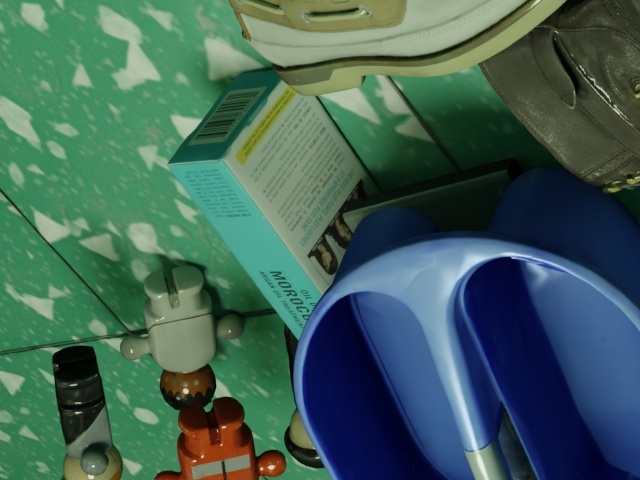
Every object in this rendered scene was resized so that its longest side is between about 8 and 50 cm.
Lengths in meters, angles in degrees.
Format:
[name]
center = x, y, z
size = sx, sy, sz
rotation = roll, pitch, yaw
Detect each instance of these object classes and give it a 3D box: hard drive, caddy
[hard drive]
center = 0.096, -0.004, 1.280
size = 0.135, 0.022, 0.094
rotation = -15, 124, 34
[caddy]
center = 0.127, 0.120, 1.212
size = 0.241, 0.179, 0.341
rotation = -15, 118, 22

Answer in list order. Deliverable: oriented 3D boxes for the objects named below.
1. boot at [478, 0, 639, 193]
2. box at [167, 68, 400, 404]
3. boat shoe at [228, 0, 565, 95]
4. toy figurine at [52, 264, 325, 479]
[boot]
center = 0.225, -0.074, 1.058
size = 0.263, 0.091, 0.229
rotation = 42, 152, -6
[box]
center = 0.000, 0.000, 1.325
size = 0.060, 0.100, 0.244
rotation = -2, 132, 45
[boat shoe]
center = 0.043, -0.161, 1.064
size = 0.103, 0.113, 0.302
rotation = 43, 148, -23
[toy figurine]
center = -0.095, 0.139, 1.485
size = 0.209, 0.213, 0.148
rotation = 14, 129, 27
